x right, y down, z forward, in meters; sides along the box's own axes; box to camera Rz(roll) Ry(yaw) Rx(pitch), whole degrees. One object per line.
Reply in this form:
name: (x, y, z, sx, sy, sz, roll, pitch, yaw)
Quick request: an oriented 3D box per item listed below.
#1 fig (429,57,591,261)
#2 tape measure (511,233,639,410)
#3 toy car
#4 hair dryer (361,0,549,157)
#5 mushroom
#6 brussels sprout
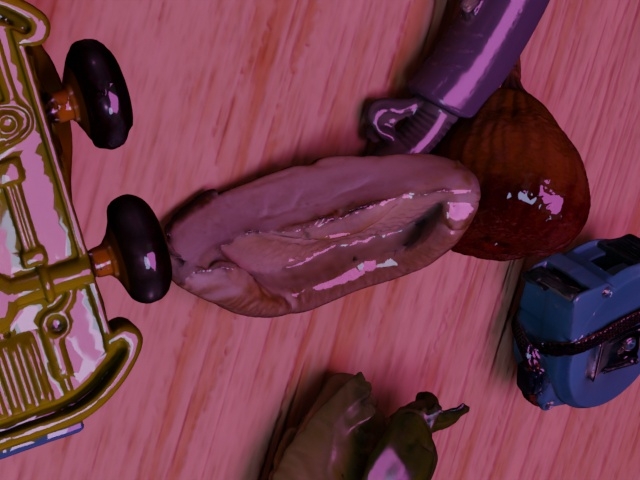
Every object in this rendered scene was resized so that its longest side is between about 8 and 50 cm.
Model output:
fig: (0.126, -0.049, 1.306, 0.119, 0.153, 0.119, 1, 128, 1)
tape measure: (0.203, 0.064, 1.421, 0.146, 0.081, 0.125, -21, 130, -35)
toy car: (-0.195, -0.014, 0.978, 0.200, 0.142, 0.247, -15, 102, -16)
hair dryer: (0.099, -0.197, 1.220, 0.301, 0.121, 0.361, 19, 98, -36)
mushroom: (-0.002, -0.001, 1.205, 0.210, 0.072, 0.094, -17, 131, -13)
brussels sprout: (0.024, 0.175, 1.295, 0.181, 0.101, 0.139, -61, 155, -20)
